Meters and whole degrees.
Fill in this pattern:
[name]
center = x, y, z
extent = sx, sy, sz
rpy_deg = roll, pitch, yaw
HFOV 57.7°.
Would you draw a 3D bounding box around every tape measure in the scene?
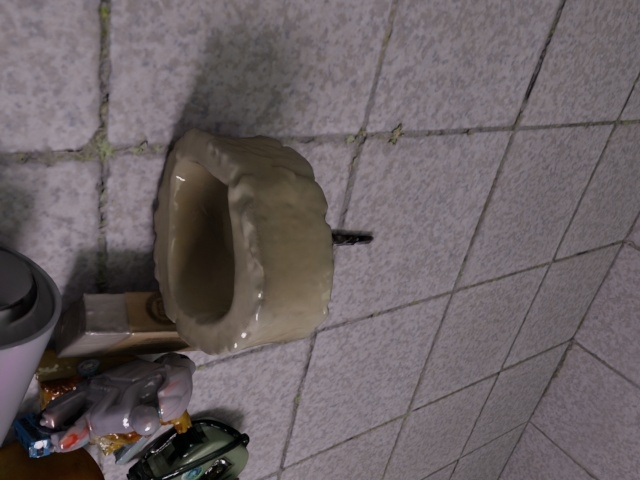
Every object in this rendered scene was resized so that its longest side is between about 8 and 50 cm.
[tape measure]
center = -0.270, 0.487, 1.285
extent = 0.207, 0.115, 0.235
rpy_deg = -44, 139, -2

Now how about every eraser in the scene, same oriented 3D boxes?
[eraser]
center = -0.264, 0.145, 1.008
extent = 0.344, 0.078, 0.144
rpy_deg = 6, 152, -43

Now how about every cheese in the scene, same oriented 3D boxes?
[cheese]
center = -0.122, -0.005, 0.880
extent = 0.153, 0.292, 0.332
rpy_deg = -6, 94, -41

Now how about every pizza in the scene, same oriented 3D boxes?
[pizza]
center = -0.374, 0.292, 1.047
extent = 0.182, 0.074, 0.365
rpy_deg = -49, 133, -11

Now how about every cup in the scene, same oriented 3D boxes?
[cup]
center = -0.513, 0.181, 0.737
extent = 0.253, 0.253, 0.371
rpy_deg = 10, 117, -45

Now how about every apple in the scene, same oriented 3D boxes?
[apple]
center = -0.490, 0.463, 0.999
extent = 0.237, 0.207, 0.236
rpy_deg = -23, 133, -28

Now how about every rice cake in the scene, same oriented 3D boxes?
[rice cake]
center = -0.357, 0.386, 1.191
extent = 0.180, 0.030, 0.042
rpy_deg = -47, 144, -1

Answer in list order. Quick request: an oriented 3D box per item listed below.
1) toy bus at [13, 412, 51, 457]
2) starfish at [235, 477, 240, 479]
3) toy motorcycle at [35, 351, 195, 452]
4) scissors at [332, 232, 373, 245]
[toy bus]
center = -0.481, 0.329, 0.978
extent = 0.046, 0.083, 0.038
rpy_deg = -14, 118, -45
[starfish]
center = -0.248, 0.631, 1.409
extent = 0.138, 0.050, 0.247
rpy_deg = -41, 169, -19
[toy motorcycle]
center = -0.306, 0.256, 0.927
extent = 0.260, 0.171, 0.110
rpy_deg = -20, 115, -36
[scissors]
center = 0.000, 0.000, 1.210
extent = 0.318, 0.024, 0.160
rpy_deg = -1, 121, -41
